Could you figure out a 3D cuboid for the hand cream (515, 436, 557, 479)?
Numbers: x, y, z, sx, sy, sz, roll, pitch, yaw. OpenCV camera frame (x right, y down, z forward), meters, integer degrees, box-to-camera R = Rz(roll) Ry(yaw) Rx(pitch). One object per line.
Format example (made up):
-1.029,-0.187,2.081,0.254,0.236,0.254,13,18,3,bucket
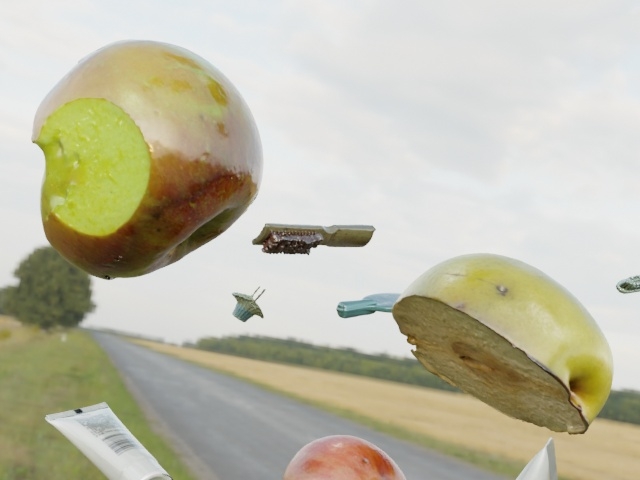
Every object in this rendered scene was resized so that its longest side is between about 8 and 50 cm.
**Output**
0.250,0.423,1.506,0.089,0.314,0.139,18,-34,29,hand cream

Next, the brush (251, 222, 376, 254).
0.000,0.000,1.629,0.248,0.036,0.043,1,-42,-50,brush

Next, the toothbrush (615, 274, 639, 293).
0.363,0.026,0.993,0.220,0.016,0.019,-7,-20,-19,toothbrush

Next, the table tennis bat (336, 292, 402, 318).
0.118,0.131,2.219,0.201,0.033,0.124,-4,11,-35,table tennis bat

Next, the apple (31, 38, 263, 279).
-0.291,-0.135,1.753,0.384,0.374,0.374,-33,0,-9,apple

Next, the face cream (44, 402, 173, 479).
-0.278,0.279,1.466,0.092,0.058,0.244,-9,24,-35,face cream

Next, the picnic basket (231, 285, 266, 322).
-0.143,0.125,2.230,0.083,0.083,0.065,36,-1,-8,picnic basket

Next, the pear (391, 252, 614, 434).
0.314,0.140,1.789,0.386,0.191,0.340,18,-27,45,pear

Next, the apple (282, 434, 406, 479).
0.041,0.410,1.723,0.164,0.209,0.209,-3,-14,44,apple
